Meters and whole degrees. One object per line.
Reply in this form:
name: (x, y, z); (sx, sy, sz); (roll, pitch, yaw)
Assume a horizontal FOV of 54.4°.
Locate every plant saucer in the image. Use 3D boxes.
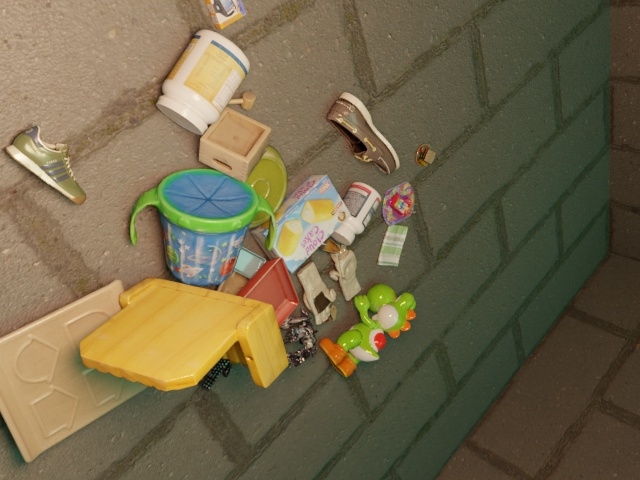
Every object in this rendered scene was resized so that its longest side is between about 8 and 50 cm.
plant saucer: (-0.240, 0.037, 1.661); (0.192, 0.018, 0.067); (30, 85, -25)
plant saucer: (-0.169, -0.135, 1.637); (0.241, 0.037, 0.241); (-26, 128, -38)
plant saucer: (-0.177, 0.193, 1.721); (0.258, 0.048, 0.259); (-49, 151, -22)

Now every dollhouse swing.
dollhouse swing: (-0.308, 0.273, 1.413); (0.305, 0.347, 0.315); (-60, 150, -41)

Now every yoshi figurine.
yoshi figurine: (0.160, 0.286, 2.164); (0.362, 0.203, 0.203); (-39, 92, -9)

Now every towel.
towel: (0.260, 0.018, 2.214); (0.113, 0.023, 0.152); (6, 103, -48)

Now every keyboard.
keyboard: (-0.285, 0.352, 1.806); (0.180, 0.023, 0.108); (-54, 137, -13)

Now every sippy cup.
sippy cup: (-0.279, -0.020, 1.494); (0.240, 0.306, 0.224); (-49, 158, -53)

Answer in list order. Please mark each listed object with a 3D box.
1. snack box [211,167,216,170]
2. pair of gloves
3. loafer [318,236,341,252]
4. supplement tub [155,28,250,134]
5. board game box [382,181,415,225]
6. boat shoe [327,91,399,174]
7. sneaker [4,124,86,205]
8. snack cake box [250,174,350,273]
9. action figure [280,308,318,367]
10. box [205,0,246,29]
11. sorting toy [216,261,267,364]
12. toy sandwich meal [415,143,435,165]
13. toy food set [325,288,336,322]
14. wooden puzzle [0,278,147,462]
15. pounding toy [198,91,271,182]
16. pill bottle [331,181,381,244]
snack box: (-0.220, -0.179, 1.618); (0.100, 0.037, 0.141); (-47, 136, -22)
pair of gloves: (0.040, 0.135, 2.005); (0.240, 0.042, 0.204); (-32, 119, -35)
loafer: (0.000, 0.000, 1.909); (0.170, 0.061, 0.062); (17, 96, -47)
supplement tub: (-0.267, -0.356, 1.409); (0.144, 0.144, 0.199); (39, 79, -47)
board game box: (0.284, -0.125, 2.155); (0.169, 0.033, 0.133); (-26, 119, -37)
boat shoe: (0.130, -0.299, 1.872); (0.096, 0.117, 0.324); (-51, 133, -10)
sneaker: (-0.539, -0.157, 1.277); (0.086, 0.064, 0.192); (-52, 134, -8)
snack cake box: (-0.054, -0.050, 1.784); (0.264, 0.089, 0.152); (-45, 117, -22)
action figure: (-0.078, 0.300, 1.907); (0.276, 0.141, 0.164); (9, 72, -87)
box: (-0.230, -0.570, 1.437); (0.081, 0.028, 0.136); (-42, 135, -25)
sorting toy: (-0.233, 0.192, 1.767); (0.229, 0.041, 0.307); (29, 84, -49)
toy sandwich meal: (0.367, -0.297, 2.175); (0.086, 0.029, 0.085); (-21, 122, -39)
toy food set: (0.020, 0.220, 2.061); (0.078, 0.019, 0.122); (-23, 123, -38)
wooden puzzle: (-0.579, 0.289, 1.439); (0.348, 0.080, 0.322); (-33, 129, -38)
pounding toy: (-0.216, -0.269, 1.529); (0.206, 0.181, 0.094); (-62, 176, -34)
pill bottle: (0.102, -0.081, 1.932); (0.180, 0.108, 0.108); (-58, 138, -17)
